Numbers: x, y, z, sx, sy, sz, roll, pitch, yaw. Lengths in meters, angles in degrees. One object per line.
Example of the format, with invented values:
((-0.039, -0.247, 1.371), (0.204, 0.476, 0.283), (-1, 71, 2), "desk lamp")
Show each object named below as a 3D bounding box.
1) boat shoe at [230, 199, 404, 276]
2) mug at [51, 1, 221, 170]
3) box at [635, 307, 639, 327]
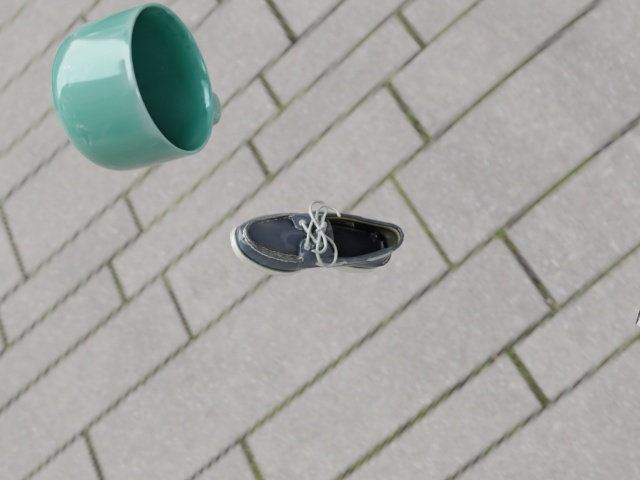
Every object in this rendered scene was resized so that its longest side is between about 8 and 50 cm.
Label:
((0.000, 0.000, 1.837), (0.079, 0.254, 0.095), (-37, 54, 47), "boat shoe")
((-0.157, -0.115, 1.142), (0.097, 0.158, 0.129), (-12, 44, 23), "mug")
((0.351, 0.076, 1.001), (0.145, 0.038, 0.186), (-31, 58, -24), "box")
